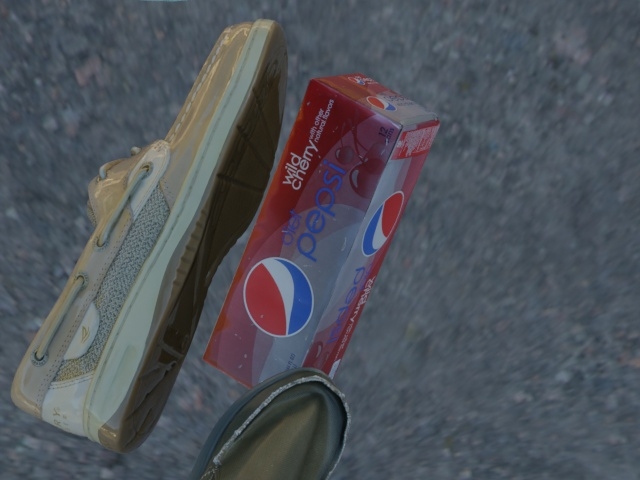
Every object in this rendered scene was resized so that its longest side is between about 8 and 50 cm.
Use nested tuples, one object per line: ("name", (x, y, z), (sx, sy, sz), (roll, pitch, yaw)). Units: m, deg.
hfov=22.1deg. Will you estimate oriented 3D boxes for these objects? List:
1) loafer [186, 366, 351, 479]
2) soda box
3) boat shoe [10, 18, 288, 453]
("loafer", (-0.049, 0.187, 1.130), (0.094, 0.087, 0.251), (50, 57, -18))
("soda box", (0.000, 0.000, 1.335), (0.092, 0.083, 0.263), (31, 111, 21))
("boat shoe", (-0.123, -0.020, 1.205), (0.110, 0.122, 0.341), (19, 75, 15))
